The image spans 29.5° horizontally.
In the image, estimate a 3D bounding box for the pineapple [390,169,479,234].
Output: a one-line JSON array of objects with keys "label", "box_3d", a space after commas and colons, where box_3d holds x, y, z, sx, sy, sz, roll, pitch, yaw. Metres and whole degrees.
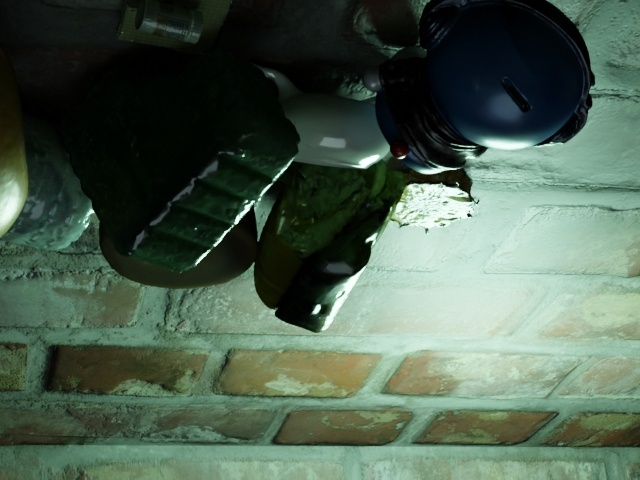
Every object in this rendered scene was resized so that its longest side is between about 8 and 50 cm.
[{"label": "pineapple", "box_3d": [0.193, -0.077, 2.261, 0.221, 0.047, 0.221, 0, 153, 0]}]

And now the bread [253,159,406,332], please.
[{"label": "bread", "box_3d": [0.000, 0.000, 2.177, 0.208, 0.251, 0.376, 31, 153, 7]}]

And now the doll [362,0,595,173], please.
[{"label": "doll", "box_3d": [0.232, -0.227, 1.740, 0.310, 0.240, 0.284, -31, 115, 33]}]

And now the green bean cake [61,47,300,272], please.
[{"label": "green bean cake", "box_3d": [-0.204, -0.149, 1.791, 0.308, 0.300, 0.169, -44, 143, 20]}]

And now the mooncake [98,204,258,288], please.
[{"label": "mooncake", "box_3d": [-0.251, -0.038, 2.145, 0.284, 0.156, 0.284, -1, 152, -1]}]

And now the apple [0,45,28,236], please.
[{"label": "apple", "box_3d": [-0.584, -0.133, 1.668, 0.346, 0.391, 0.391, -4, 155, -18]}]

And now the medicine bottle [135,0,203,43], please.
[{"label": "medicine bottle", "box_3d": [-0.205, -0.297, 1.646, 0.083, 0.047, 0.047, 9, 151, -24]}]

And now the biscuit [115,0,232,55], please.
[{"label": "biscuit", "box_3d": [-0.191, -0.344, 1.658, 0.147, 0.046, 0.250, 5, 153, -16]}]

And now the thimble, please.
[{"label": "thimble", "box_3d": [-0.463, -0.095, 1.940, 0.172, 0.205, 0.250, 18, 175, -36]}]

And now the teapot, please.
[{"label": "teapot", "box_3d": [0.006, -0.188, 1.907, 0.298, 0.139, 0.204, 7, -176, -27]}]
